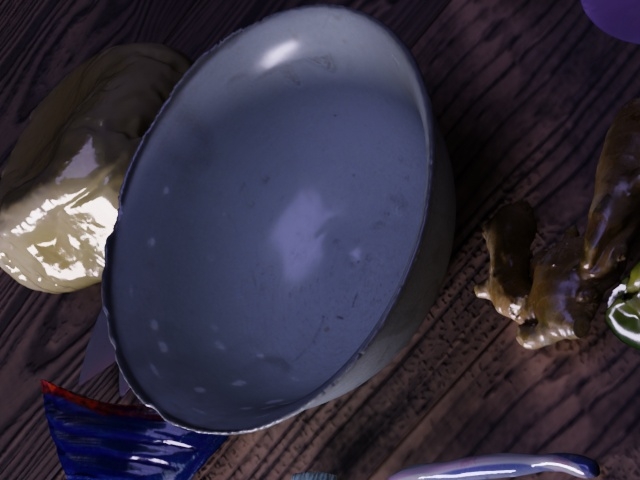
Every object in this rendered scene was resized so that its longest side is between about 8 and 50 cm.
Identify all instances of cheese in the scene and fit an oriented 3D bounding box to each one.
[{"bbox_3d":[-0.192,-0.068,1.484,0.226,0.117,0.214,-24,38,41],"label":"cheese"}]

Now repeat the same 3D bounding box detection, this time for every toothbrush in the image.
[{"bbox_3d":[0.077,0.164,1.210,0.269,0.021,0.027,-11,70,40],"label":"toothbrush"}]

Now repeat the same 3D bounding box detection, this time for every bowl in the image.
[{"bbox_3d":[0.000,0.000,1.264,0.313,0.146,0.313,-18,62,36],"label":"bowl"}]

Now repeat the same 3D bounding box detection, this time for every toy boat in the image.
[{"bbox_3d":[-0.147,0.068,1.436,0.219,0.072,0.318,-24,54,31],"label":"toy boat"}]

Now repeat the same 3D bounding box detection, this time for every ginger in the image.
[{"bbox_3d":[0.184,-0.013,1.163,0.193,0.052,0.176,-18,56,51],"label":"ginger"}]

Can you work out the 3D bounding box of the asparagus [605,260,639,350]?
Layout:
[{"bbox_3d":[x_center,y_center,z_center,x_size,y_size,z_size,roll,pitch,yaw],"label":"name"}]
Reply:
[{"bbox_3d":[0.313,-0.023,1.002,0.382,0.108,0.128,-39,35,28],"label":"asparagus"}]

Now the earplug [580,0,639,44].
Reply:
[{"bbox_3d":[0.211,-0.365,1.130,0.215,0.215,0.456,-30,62,32],"label":"earplug"}]
